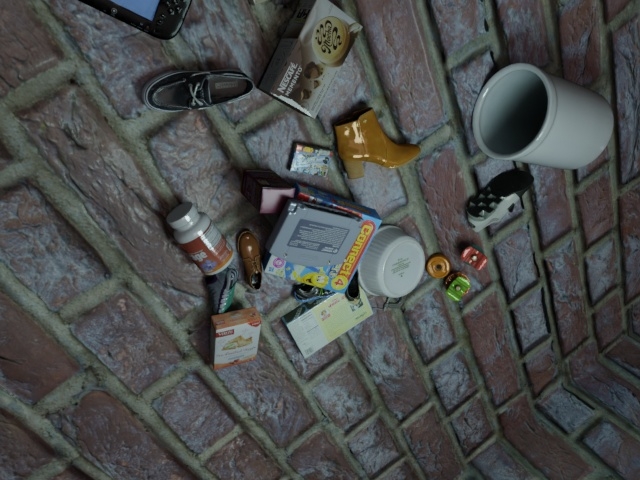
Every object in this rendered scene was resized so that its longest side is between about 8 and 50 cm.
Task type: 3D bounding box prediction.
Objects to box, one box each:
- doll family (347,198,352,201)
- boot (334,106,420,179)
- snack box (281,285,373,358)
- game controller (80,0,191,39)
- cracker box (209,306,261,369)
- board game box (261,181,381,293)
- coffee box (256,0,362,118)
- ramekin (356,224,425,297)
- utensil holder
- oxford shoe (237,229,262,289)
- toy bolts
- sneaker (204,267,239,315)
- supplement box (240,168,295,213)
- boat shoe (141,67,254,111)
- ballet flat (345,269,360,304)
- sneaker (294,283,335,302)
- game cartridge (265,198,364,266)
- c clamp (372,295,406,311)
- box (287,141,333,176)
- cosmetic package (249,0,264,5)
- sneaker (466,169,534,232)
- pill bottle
[{"bbox_3d":[0.064,-0.052,1.800,0.192,0.076,0.111,-27,125,-1],"label":"doll family"},{"bbox_3d":[0.194,-0.340,1.712,0.294,0.104,0.212,-21,122,-13],"label":"boot"},{"bbox_3d":[0.031,0.282,1.949,0.321,0.060,0.187,-31,122,-12],"label":"snack box"},{"bbox_3d":[-0.475,-0.620,1.247,0.318,0.067,0.167,18,104,-32],"label":"game controller"},{"bbox_3d":[-0.292,0.335,1.760,0.155,0.067,0.232,-10,136,-23],"label":"cracker box"},{"bbox_3d":[0.000,0.000,1.722,0.301,0.086,0.309,17,113,-20],"label":"board game box"},{"bbox_3d":[-0.035,-0.527,1.491,0.168,0.119,0.297,23,101,-35],"label":"coffee box"},{"bbox_3d":[0.267,0.087,1.907,0.272,0.127,0.273,-11,110,-33],"label":"ramekin"},{"bbox_3d":[0.803,-0.429,1.858,0.385,0.327,0.328,3,112,-31],"label":"utensil holder"},{"bbox_3d":[-0.222,0.067,1.706,0.076,0.076,0.213,-18,119,-17],"label":"oxford shoe"},{"bbox_3d":[0.562,0.098,2.129,0.218,0.158,0.229,40,105,4],"label":"toy bolts"},{"bbox_3d":[-0.339,0.169,1.710,0.098,0.083,0.224,24,119,5],"label":"sneaker"},{"bbox_3d":[-0.163,-0.151,1.561,0.104,0.188,0.081,-2,114,-27],"label":"supplement box"},{"bbox_3d":[-0.327,-0.405,1.405,0.300,0.102,0.108,-13,119,-22],"label":"boat shoe"},{"bbox_3d":[0.116,0.166,1.874,0.057,0.049,0.173,-18,121,-14],"label":"ballet flat"},{"bbox_3d":[-0.006,0.167,1.870,0.188,0.067,0.078,-15,125,-18],"label":"sneaker"},{"bbox_3d":[-0.020,-0.012,1.584,0.294,0.060,0.196,11,113,-39],"label":"game cartridge"},{"bbox_3d":[0.297,0.220,2.084,0.137,0.022,0.161,16,105,-32],"label":"c clamp"},{"bbox_3d":[-0.033,-0.262,1.675,0.136,0.027,0.094,6,112,-30],"label":"box"},{"bbox_3d":[-0.145,-0.688,1.403,0.115,0.041,0.060,-31,124,-12],"label":"cosmetic package"},{"bbox_3d":[0.717,-0.156,2.082,0.330,0.122,0.146,-34,142,-11],"label":"sneaker"},{"bbox_3d":[-0.365,-0.007,1.566,0.121,0.121,0.216,-37,124,-8],"label":"pill bottle"}]
